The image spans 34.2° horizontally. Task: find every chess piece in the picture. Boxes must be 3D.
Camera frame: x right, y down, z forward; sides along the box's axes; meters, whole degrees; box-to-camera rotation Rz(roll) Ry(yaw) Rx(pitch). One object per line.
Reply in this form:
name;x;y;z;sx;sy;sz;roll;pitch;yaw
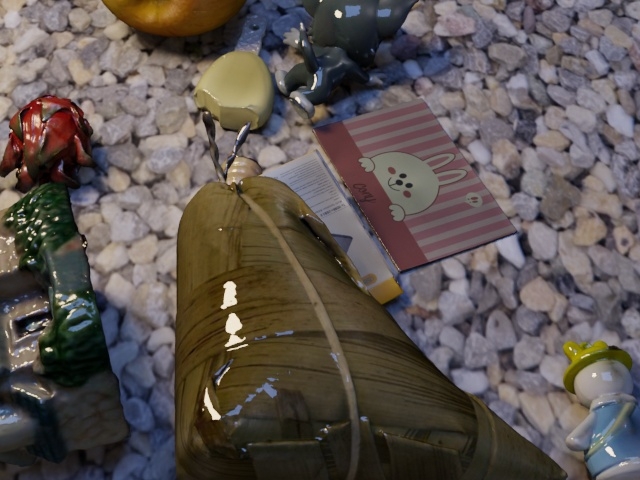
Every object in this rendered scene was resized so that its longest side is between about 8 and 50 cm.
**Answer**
chess piece;-0.122;-0.056;1.501;0.066;0.066;0.122;6;55;1

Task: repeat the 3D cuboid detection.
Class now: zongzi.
zongzi;0.043;0.096;1.334;0.466;0.218;0.500;8;49;-18

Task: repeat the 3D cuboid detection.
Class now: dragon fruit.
dragon fruit;-0.399;-0.144;1.528;0.121;0.130;0.142;18;43;-32

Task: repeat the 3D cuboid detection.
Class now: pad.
pad;0.138;-0.093;1.579;0.202;0.005;0.300;-18;56;-18

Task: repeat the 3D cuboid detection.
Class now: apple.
apple;-0.242;-0.462;1.685;0.286;0.286;0.233;16;52;9

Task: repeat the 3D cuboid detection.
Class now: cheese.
cheese;-0.128;-0.282;1.688;0.127;0.050;0.255;6;50;3

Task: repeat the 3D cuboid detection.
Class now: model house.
model house;-0.392;0.120;1.242;0.284;0.243;0.298;-17;43;-11

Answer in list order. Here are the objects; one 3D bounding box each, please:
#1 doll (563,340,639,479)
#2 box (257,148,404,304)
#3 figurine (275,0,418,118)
doll;0.368;0.223;1.295;0.135;0.099;0.241;-20;51;10
box;0.000;0.000;1.454;0.129;0.033;0.247;-25;74;-21
figurine;0.009;-0.315;1.665;0.193;0.140;0.265;26;50;23
